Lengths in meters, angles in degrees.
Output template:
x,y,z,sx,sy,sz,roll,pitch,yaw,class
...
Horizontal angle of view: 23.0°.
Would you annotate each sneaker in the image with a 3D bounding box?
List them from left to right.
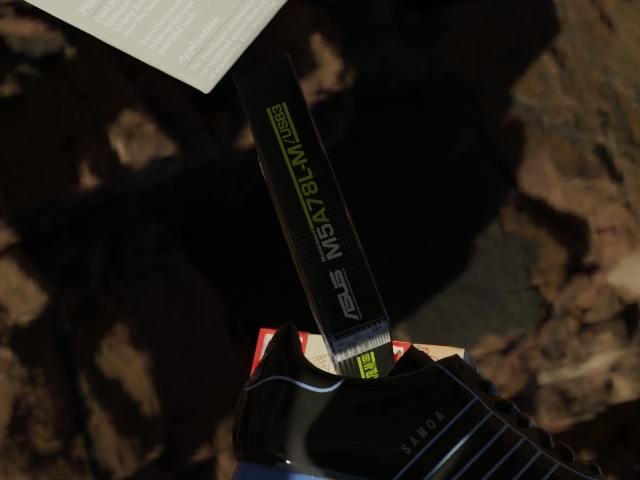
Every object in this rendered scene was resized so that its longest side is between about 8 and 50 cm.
x,y,z,sx,sy,sz,roll,pitch,yaw,class
0.075,0.101,0.719,0.232,0.091,0.081,13,168,-3,sneaker

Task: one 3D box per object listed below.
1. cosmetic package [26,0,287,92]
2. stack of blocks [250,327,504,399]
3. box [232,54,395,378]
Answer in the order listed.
x,y,z,sx,sy,sz,roll,pitch,yaw,class
-0.103,-0.166,0.577,0.238,0.107,0.127,28,115,-38,cosmetic package
0.069,0.167,1.327,0.171,0.087,0.297,4,160,21,stack of blocks
0.000,0.000,1.027,0.045,0.184,0.191,-22,162,-3,box
